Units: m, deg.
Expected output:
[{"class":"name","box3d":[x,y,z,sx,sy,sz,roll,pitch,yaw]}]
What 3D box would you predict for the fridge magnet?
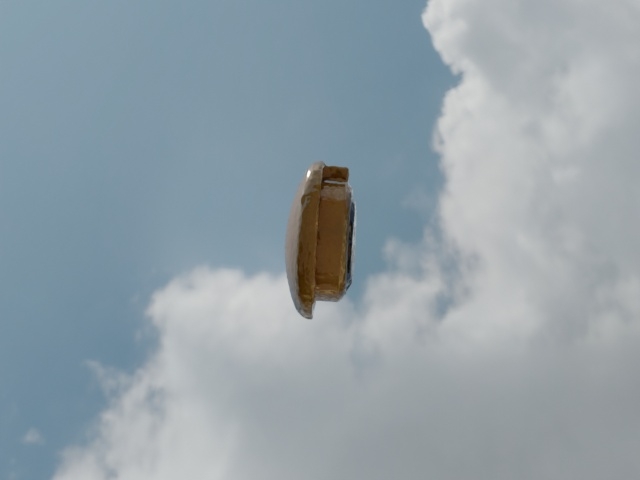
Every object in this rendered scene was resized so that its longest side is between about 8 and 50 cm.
[{"class":"fridge magnet","box3d":[0.000,0.000,1.206,0.063,0.143,0.143,3,-70,2]}]
